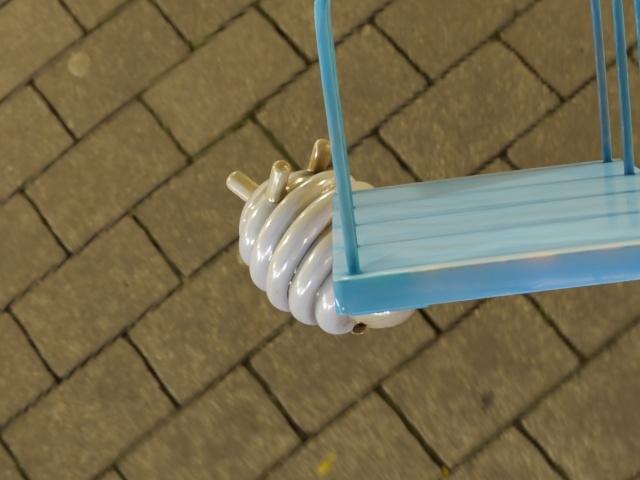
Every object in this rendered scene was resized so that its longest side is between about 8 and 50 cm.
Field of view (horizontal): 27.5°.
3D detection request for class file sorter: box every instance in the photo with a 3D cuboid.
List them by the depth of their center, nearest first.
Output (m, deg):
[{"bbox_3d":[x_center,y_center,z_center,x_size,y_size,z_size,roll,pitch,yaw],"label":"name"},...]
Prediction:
[{"bbox_3d":[0.058,-0.050,0.442,0.118,0.170,0.104,-6,100,2],"label":"file sorter"}]

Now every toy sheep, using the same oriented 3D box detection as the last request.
[{"bbox_3d":[0.000,0.000,0.696,0.091,0.091,0.132,-44,64,-7],"label":"toy sheep"}]
